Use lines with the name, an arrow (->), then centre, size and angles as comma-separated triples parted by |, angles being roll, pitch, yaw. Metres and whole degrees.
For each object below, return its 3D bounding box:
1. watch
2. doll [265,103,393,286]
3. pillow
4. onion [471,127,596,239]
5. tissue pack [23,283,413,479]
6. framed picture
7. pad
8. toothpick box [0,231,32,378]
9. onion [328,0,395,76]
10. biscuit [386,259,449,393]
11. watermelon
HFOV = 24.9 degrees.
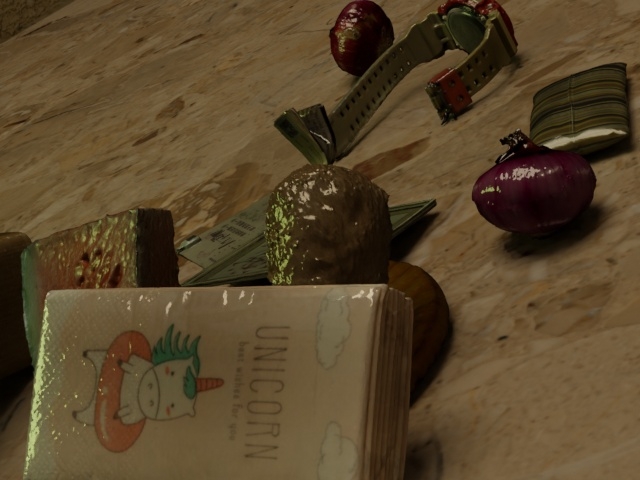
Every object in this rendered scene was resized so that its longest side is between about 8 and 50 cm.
watch -> 0.127, -0.198, 1.774 | 0.165, 0.102, 0.268 | 2, 42, 47
doll -> 0.007, -0.003, 1.200 | 0.105, 0.221, 0.115 | 4, -7, -6
pillow -> 0.270, -0.135, 1.522 | 0.113, 0.038, 0.203 | -19, 22, 18
onion -> 0.195, -0.052, 1.333 | 0.115, 0.104, 0.115 | -21, 2, 1
tissue pack -> -0.086, 0.121, 1.128 | 0.325, 0.071, 0.170 | -2, 75, 34
framed picture -> -0.014, 0.006, 1.491 | 0.231, 0.010, 0.173 | -10, 14, 34
pad -> -0.055, -0.005, 1.627 | 0.160, 0.009, 0.265 | -32, 23, -17
toothpick box -> -0.426, 0.088, 1.474 | 0.190, 0.187, 0.308 | -5, 7, 22
onion -> 0.055, -0.278, 1.998 | 0.097, 0.107, 0.107 | 6, 35, 29
biscuit -> -0.033, 0.114, 1.288 | 0.318, 0.040, 0.318 | -23, 22, 10
watermelon -> -0.189, 0.052, 1.385 | 0.140, 0.192, 0.257 | -6, -18, -30
